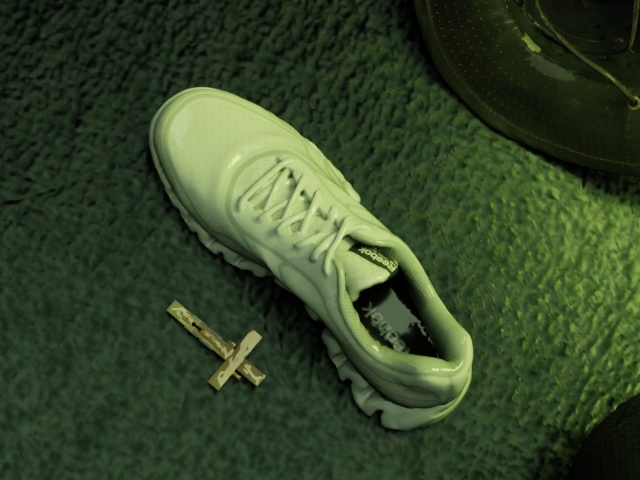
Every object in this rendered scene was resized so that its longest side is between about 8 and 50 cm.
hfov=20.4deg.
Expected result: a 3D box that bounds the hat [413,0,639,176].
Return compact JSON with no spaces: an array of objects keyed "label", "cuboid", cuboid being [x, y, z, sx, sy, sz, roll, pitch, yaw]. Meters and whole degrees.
[{"label":"hat","cuboid":[0.236,-0.199,1.250,0.331,0.331,0.134,43,36,2]}]

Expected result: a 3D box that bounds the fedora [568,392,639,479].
[{"label":"fedora","cuboid":[0.279,0.174,1.161,0.334,0.334,0.152,2,48,-7]}]

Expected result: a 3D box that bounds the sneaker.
[{"label":"sneaker","cuboid":[0.000,0.000,1.212,0.292,0.118,0.110,45,79,5]}]

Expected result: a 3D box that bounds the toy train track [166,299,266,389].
[{"label":"toy train track","cuboid":[-0.072,0.072,1.241,0.083,0.014,0.048,40,84,8]}]
